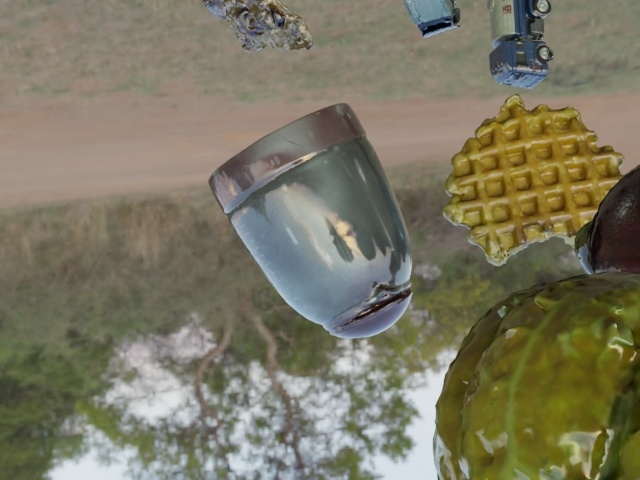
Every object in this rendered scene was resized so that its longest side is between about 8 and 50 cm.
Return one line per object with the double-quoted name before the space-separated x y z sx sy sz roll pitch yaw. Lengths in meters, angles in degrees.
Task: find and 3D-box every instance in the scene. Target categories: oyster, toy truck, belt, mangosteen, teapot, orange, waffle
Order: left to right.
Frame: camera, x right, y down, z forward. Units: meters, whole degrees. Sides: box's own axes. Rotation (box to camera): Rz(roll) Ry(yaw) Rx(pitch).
"oyster" -0.090 -0.319 1.384 0.177 0.056 0.105 26 149 -3
"teapot" 0.000 0.000 1.393 0.233 0.312 0.315 -27 178 -17
"belt" 0.136 -0.316 1.215 0.058 0.105 0.140 -17 163 17
"toy truck" 0.300 -0.338 1.452 0.088 0.201 0.074 3 168 -16
"waffle" 0.324 -0.080 1.411 0.291 0.291 0.051 -7 161 -1
"mangosteen" 0.361 0.012 0.970 0.216 0.216 0.216 -7 179 0
"orange" 0.210 0.153 0.562 0.301 0.223 0.300 24 164 -4
